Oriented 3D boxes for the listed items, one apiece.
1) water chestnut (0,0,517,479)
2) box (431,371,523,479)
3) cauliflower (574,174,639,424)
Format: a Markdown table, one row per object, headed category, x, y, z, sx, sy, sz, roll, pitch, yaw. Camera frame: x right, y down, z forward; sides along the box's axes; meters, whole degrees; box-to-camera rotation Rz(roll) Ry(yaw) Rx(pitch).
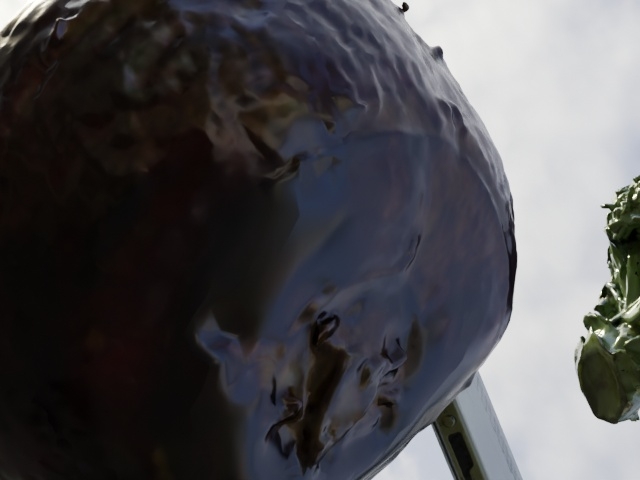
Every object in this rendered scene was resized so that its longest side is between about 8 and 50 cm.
| category | x | y | z | sx | sy | sz | roll | pitch | yaw |
| --- | --- | --- | --- | --- | --- | --- | --- | --- | --- |
| water chestnut | -0.069 | -0.001 | 0.552 | 0.302 | 0.350 | 0.350 | 20 | -51 | 45 |
| box | 0.187 | 0.258 | 1.123 | 0.045 | 0.211 | 0.270 | -20 | -77 | 16 |
| cauliflower | 0.335 | 0.064 | 0.906 | 0.272 | 0.250 | 0.275 | 50 | -5 | 36 |
